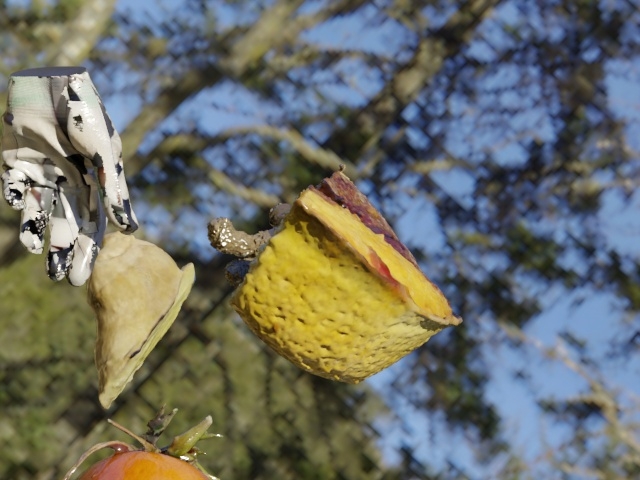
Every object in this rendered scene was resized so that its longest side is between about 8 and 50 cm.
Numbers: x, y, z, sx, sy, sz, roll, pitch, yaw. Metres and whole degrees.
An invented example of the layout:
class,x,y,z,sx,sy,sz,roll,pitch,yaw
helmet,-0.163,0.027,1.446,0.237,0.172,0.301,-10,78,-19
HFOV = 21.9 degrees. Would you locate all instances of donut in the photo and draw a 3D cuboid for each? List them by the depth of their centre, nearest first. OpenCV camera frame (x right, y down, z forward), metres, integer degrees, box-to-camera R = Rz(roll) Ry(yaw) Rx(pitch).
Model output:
class,x,y,z,sx,sy,sz,roll,pitch,yaw
donut,0.019,0.037,1.249,0.151,0.112,0.295,47,11,-1

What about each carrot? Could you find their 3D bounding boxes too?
class,x,y,z,sx,sy,sz,roll,pitch,yaw
carrot,-0.205,0.335,1.807,0.214,0.331,0.193,28,-55,-7

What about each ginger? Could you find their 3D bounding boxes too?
class,x,y,z,sx,sy,sz,roll,pitch,yaw
ginger,-0.221,0.082,1.815,0.122,0.193,0.115,35,-37,-14

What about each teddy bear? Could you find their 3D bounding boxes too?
class,x,y,z,sx,sy,sz,roll,pitch,yaw
teddy bear,-0.045,0.013,1.901,0.078,0.160,0.119,101,-30,-53

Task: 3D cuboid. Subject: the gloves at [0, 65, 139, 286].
class,x,y,z,sx,sy,sz,roll,pitch,yaw
gloves,-0.256,-0.063,1.651,0.111,0.127,0.212,-137,-138,-69
